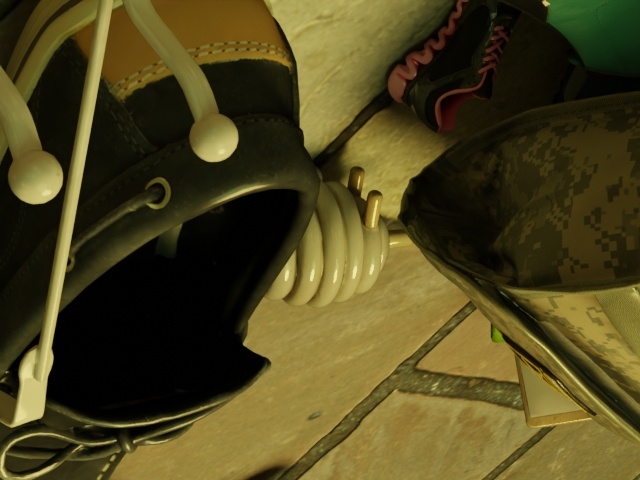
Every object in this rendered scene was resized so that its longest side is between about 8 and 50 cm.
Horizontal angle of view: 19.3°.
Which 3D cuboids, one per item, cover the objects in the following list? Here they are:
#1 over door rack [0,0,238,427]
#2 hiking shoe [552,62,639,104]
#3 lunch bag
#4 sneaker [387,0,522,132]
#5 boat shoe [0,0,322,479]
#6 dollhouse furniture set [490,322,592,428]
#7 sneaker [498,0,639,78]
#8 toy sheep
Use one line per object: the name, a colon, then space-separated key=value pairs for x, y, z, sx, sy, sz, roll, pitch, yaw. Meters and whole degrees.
over door rack: x=-0.158 y=-0.014 z=0.778 sx=0.239 sy=0.108 sz=0.324 roll=-15 pitch=137 yaw=-51
hiking shoe: x=0.262 y=-0.123 z=1.226 sx=0.113 sy=0.132 sz=0.304 roll=-6 pitch=144 yaw=-42
lunch bag: x=0.213 y=0.031 z=1.139 sx=0.287 sy=0.169 sz=0.235 roll=-10 pitch=140 yaw=41
sneaker: x=0.096 y=-0.114 z=1.147 sx=0.047 sy=0.057 sz=0.119 roll=8 pitch=130 yaw=-50
boat shoe: x=-0.125 y=0.052 z=1.065 sx=0.186 sy=0.156 sz=0.500 roll=-14 pitch=151 yaw=-32
dollhouse furniture set: x=0.224 y=0.046 z=1.324 sx=0.197 sy=0.151 sz=0.301 roll=-8 pitch=163 yaw=0
sneaker: x=0.217 y=-0.143 z=1.100 sx=0.302 sy=0.108 sz=0.121 roll=22 pitch=147 yaw=-19
toy sheep: x=0.000 y=0.000 z=1.199 sx=0.132 sy=0.091 sz=0.091 roll=-1 pitch=143 yaw=-18
